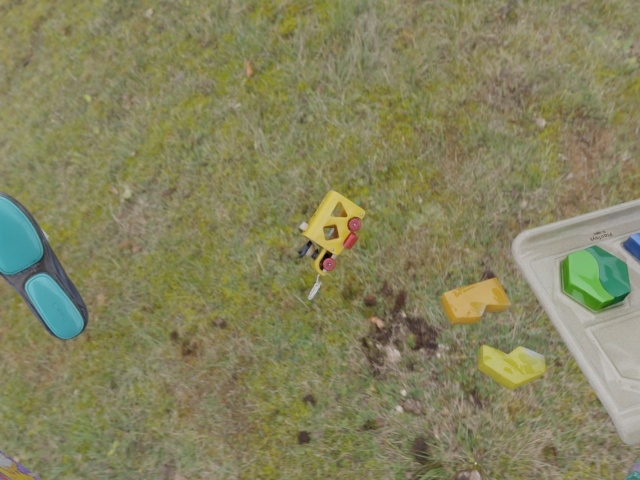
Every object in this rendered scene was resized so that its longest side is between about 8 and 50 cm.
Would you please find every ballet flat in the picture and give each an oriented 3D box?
[{"bbox_3d":[-0.349,0.030,0.815,0.074,0.074,0.203,-23,111,5],"label":"ballet flat"}]

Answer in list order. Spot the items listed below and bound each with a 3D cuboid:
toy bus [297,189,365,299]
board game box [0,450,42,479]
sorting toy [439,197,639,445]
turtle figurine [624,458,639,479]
[{"bbox_3d":[0.006,-0.010,1.436,0.104,0.191,0.202,34,41,-6],"label":"toy bus"},{"bbox_3d":[-0.266,0.249,0.556,0.233,0.347,0.078,32,68,5],"label":"board game box"},{"bbox_3d":[0.289,0.075,0.663,0.307,0.041,0.229,-15,62,-15],"label":"sorting toy"},{"bbox_3d":[0.537,0.279,0.979,0.175,0.118,0.234,25,63,24],"label":"turtle figurine"}]
